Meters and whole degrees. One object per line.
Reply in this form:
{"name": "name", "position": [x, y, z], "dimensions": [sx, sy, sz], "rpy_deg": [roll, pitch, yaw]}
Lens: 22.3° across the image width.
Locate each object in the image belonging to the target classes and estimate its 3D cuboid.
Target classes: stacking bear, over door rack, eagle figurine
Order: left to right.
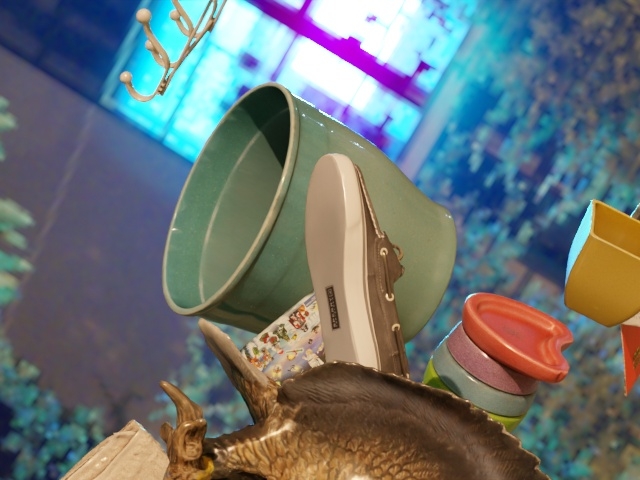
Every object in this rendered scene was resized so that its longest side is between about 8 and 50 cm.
{"name": "over door rack", "position": [-0.160, -0.370, 2.335], "dimensions": [0.324, 0.108, 0.239], "rpy_deg": [-43, 12, 35]}
{"name": "eagle figurine", "position": [0.022, 0.190, 1.294], "dimensions": [0.226, 0.298, 0.225], "rpy_deg": [-103, 13, -64]}
{"name": "stacking bear", "position": [0.209, 0.232, 2.250], "dimensions": [0.289, 0.164, 0.175], "rpy_deg": [-63, -2, 23]}

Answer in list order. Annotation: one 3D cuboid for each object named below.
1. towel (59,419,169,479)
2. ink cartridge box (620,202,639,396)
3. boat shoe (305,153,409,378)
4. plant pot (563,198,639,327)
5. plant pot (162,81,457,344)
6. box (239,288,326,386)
{"name": "towel", "position": [-0.195, 0.358, 1.857], "dimensions": [0.187, 0.282, 0.049], "rpy_deg": [-42, 21, -5]}
{"name": "ink cartridge box", "position": [0.469, 0.044, 2.181], "dimensions": [0.275, 0.060, 0.239], "rpy_deg": [-45, -48, -49]}
{"name": "boat shoe", "position": [0.042, 0.034, 1.470], "dimensions": [0.076, 0.229, 0.080], "rpy_deg": [-5, -7, -31]}
{"name": "plant pot", "position": [0.260, 0.028, 1.457], "dimensions": [0.083, 0.081, 0.081], "rpy_deg": [-63, 2, 26]}
{"name": "plant pot", "position": [0.000, 0.000, 1.803], "dimensions": [0.271, 0.255, 0.272], "rpy_deg": [-44, 33, 38]}
{"name": "box", "position": [-0.006, 0.108, 1.603], "dimensions": [0.137, 0.094, 0.027], "rpy_deg": [-40, -23, 11]}
